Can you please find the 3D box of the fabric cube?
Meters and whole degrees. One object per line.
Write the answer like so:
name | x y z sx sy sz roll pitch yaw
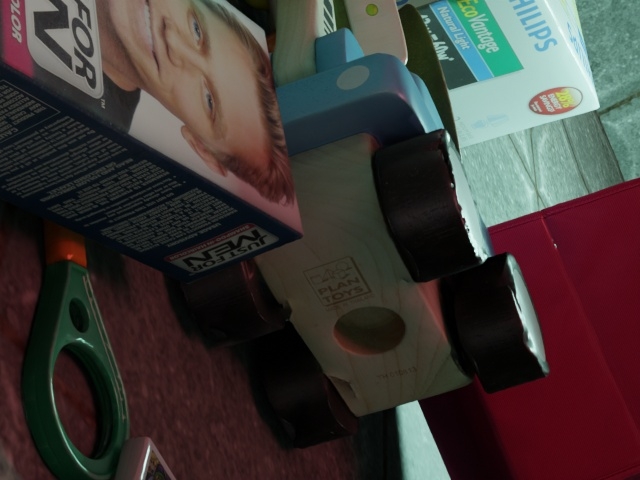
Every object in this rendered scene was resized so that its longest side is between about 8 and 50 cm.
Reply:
fabric cube | 0.240 0.128 1.393 0.254 0.259 0.258 99 -29 -67

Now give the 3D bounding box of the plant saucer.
plant saucer | 0.099 -0.097 1.550 0.310 0.050 0.311 170 -90 -84

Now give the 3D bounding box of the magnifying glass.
magnifying glass | -0.157 0.039 0.904 0.092 0.026 0.231 34 42 -61

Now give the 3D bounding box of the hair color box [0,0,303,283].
hair color box | -0.150 -0.110 0.870 0.347 0.105 0.174 30 43 -56

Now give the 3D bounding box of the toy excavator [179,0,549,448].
toy excavator | -0.002 -0.119 1.200 0.445 0.222 0.433 -94 159 -47

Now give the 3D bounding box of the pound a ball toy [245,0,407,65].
pound a ball toy | -0.010 -0.225 1.426 0.208 0.135 0.319 102 -24 -76

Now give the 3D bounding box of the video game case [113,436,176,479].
video game case | -0.092 0.246 0.884 0.173 0.022 0.190 -81 154 -48

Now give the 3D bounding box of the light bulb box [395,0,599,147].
light bulb box | 0.197 -0.374 1.924 0.358 0.225 0.361 44 35 -56
